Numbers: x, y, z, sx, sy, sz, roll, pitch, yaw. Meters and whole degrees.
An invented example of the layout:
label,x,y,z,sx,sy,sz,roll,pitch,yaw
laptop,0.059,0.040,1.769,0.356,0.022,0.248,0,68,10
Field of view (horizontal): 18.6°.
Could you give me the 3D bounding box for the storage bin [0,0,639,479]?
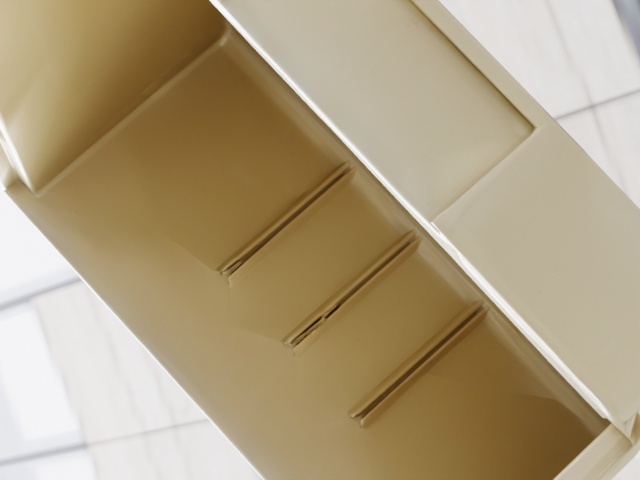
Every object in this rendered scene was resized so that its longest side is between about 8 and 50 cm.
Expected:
label,x,y,z,sx,sy,sz,roll,pitch,yaw
storage bin,0.000,0.000,0.668,0.123,0.260,0.262,-41,-102,-10
